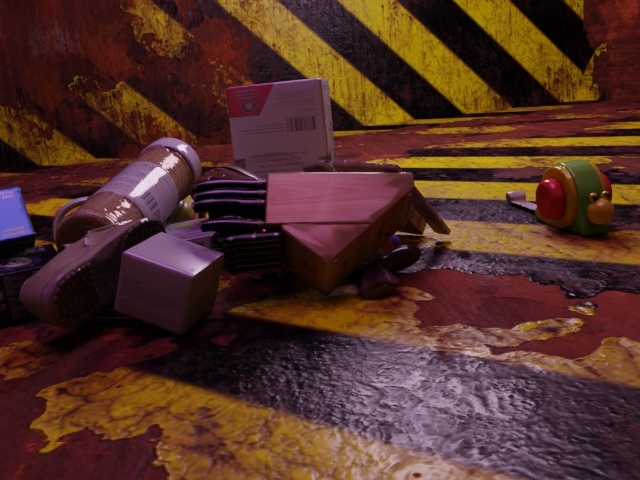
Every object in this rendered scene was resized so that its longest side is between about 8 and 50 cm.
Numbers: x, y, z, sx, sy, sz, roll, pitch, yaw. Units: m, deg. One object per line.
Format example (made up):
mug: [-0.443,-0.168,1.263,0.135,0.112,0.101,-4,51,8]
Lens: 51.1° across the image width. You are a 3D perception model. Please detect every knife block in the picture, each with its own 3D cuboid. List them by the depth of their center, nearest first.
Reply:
knife block: [-0.035,-0.048,0.965,0.242,0.088,0.275,38,61,22]

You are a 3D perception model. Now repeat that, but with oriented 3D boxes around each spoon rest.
spoon rest: [-0.457,-0.065,1.490,0.276,0.084,0.137,-13,17,-23]

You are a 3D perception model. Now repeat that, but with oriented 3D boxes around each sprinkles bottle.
sprinkles bottle: [-0.320,-0.069,1.169,0.121,0.121,0.355,-3,26,13]

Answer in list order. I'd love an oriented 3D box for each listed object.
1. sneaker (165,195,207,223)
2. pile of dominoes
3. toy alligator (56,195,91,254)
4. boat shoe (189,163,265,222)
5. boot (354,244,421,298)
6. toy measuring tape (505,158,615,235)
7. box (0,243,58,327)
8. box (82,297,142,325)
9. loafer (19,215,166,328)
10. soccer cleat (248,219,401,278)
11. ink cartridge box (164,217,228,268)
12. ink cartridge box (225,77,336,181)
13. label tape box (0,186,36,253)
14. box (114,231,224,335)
sneaker: [-0.284,-0.065,1.432,0.094,0.081,0.208,36,18,-15]
pile of dominoes: [0.097,-0.081,1.110,0.195,0.040,0.251,10,-19,35]
toy alligator: [-0.427,-0.004,1.191,0.051,0.190,0.056,27,36,-25]
boat shoe: [-0.083,-0.042,1.137,0.307,0.111,0.104,17,23,22]
boot: [0.101,0.044,0.939,0.106,0.037,0.114,-20,12,0]
toy measuring tape: [0.413,-0.093,1.182,0.121,0.122,0.330,-8,15,-8]
box: [-0.476,0.072,0.993,0.180,0.078,0.147,-13,17,-24]
box: [-0.276,0.082,0.972,0.116,0.029,0.162,-2,14,17]
loafer: [-0.305,0.031,0.919,0.092,0.102,0.268,5,19,19]
soccer cleat: [0.000,0.000,1.028,0.247,0.095,0.083,-7,11,-1]
ink cartridge box: [-0.219,0.001,1.185,0.108,0.062,0.209,-10,15,-13]
ink cartridge box: [-0.077,-0.195,1.438,0.207,0.283,0.117,-3,11,10]
label tape box: [-0.602,-0.007,1.089,0.240,0.106,0.333,-14,-3,-27]
box: [-0.196,0.053,0.876,0.101,0.087,0.102,18,21,10]
